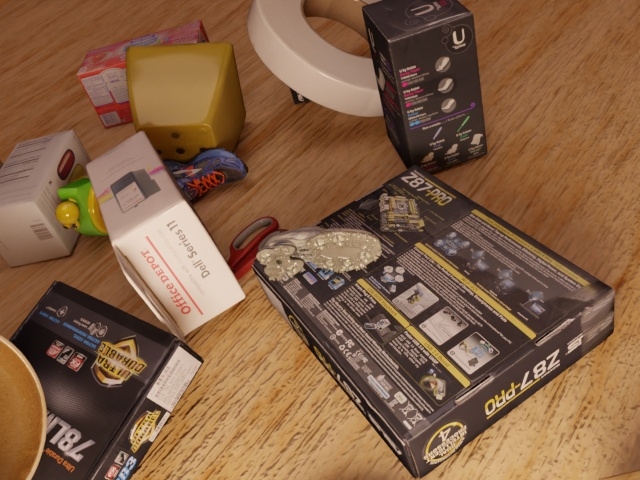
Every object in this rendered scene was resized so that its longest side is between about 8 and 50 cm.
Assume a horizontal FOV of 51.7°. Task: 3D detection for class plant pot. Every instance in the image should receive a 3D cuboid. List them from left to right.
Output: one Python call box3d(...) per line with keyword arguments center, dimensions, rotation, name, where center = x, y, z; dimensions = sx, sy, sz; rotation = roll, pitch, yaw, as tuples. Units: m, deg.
box3d(center=(-0.498, 0.231, 0.780), dimensions=(0.254, 0.237, 0.237), rotation=(-17, 34, 37), name="plant pot")
box3d(center=(-0.271, -0.249, 1.324), dimensions=(0.212, 0.212, 0.187), rotation=(-2, 56, 2), name="plant pot")

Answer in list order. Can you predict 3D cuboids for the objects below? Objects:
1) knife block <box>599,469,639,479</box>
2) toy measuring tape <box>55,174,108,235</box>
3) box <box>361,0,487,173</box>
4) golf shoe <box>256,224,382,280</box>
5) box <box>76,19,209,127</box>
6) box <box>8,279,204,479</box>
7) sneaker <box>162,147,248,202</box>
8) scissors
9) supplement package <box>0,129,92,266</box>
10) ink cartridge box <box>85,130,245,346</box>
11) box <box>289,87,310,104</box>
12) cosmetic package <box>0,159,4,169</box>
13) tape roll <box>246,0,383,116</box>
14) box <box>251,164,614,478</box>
box3d(center=(0.389, 0.268, 0.586), dimensions=(0.241, 0.088, 0.276), rotation=(-14, 40, 6), name="knife block")
box3d(center=(-0.404, -0.086, 1.305), dimensions=(0.121, 0.122, 0.330), rotation=(-1, 20, 19), name="toy measuring tape")
box3d(center=(0.181, -0.271, 1.134), dimensions=(0.143, 0.270, 0.165), rotation=(-19, 40, -1), name="box")
box3d(center=(0.000, 0.000, 0.916), dimensions=(0.176, 0.069, 0.086), rotation=(-5, 35, 16), name="golf shoe")
box3d(center=(-0.407, -0.403, 1.597), dimensions=(0.299, 0.154, 0.142), rotation=(-14, 40, 7), name="box")
box3d(center=(-0.344, 0.223, 0.880), dimensions=(0.295, 0.073, 0.293), rotation=(17, 64, 36), name="box")
box3d(center=(-0.242, -0.112, 1.277), dimensions=(0.221, 0.083, 0.087), rotation=(-11, 54, 17), name="sneaker")
box3d(center=(-0.160, 0.062, 1.084), dimensions=(0.109, 0.021, 0.297), rotation=(25, 57, 38), name="scissors")
box3d(center=(-0.548, -0.088, 1.303), dimensions=(0.133, 0.139, 0.244), rotation=(-11, 41, 11), name="supplement package")
box3d(center=(-0.234, -0.002, 1.014), dimensions=(0.119, 0.207, 0.353), rotation=(-32, 39, -7), name="ink cartridge box")
box3d(center=(-0.064, -0.432, 1.477), dimensions=(0.045, 0.184, 0.191), rotation=(-10, 41, 8), name="box")
box3d(center=(-0.702, -0.132, 1.277), dimensions=(0.113, 0.310, 0.160), rotation=(-20, 39, 0), name="cosmetic package")
box3d(center=(0.045, -0.413, 1.337), dimensions=(0.391, 0.072, 0.392), rotation=(14, 50, -17), name="tape roll")
box3d(center=(0.130, 0.074, 0.900), dimensions=(0.318, 0.097, 0.395), rotation=(-33, 42, -14), name="box")
